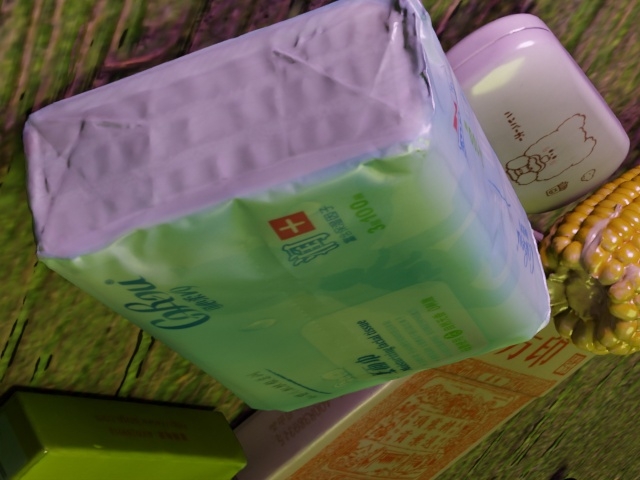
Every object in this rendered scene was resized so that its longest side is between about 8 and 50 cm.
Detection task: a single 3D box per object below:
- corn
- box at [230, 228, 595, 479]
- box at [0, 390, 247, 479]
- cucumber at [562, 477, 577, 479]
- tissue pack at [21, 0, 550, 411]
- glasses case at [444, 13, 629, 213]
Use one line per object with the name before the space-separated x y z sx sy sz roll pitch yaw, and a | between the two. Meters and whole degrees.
corn | 0.226 -0.014 0.948 0.244 0.093 0.093 -31 157 -35
box | 0.033 0.129 1.063 0.365 0.051 0.204 -41 151 17
box | -0.216 0.211 0.945 0.335 0.047 0.187 -42 152 20
cucumber | 0.214 0.259 1.493 0.039 0.043 0.163 17 138 -1
tissue pack | 0.000 0.000 0.739 0.177 0.089 0.263 -17 154 11
glasses case | 0.110 -0.062 0.828 0.074 0.049 0.193 -35 155 11
